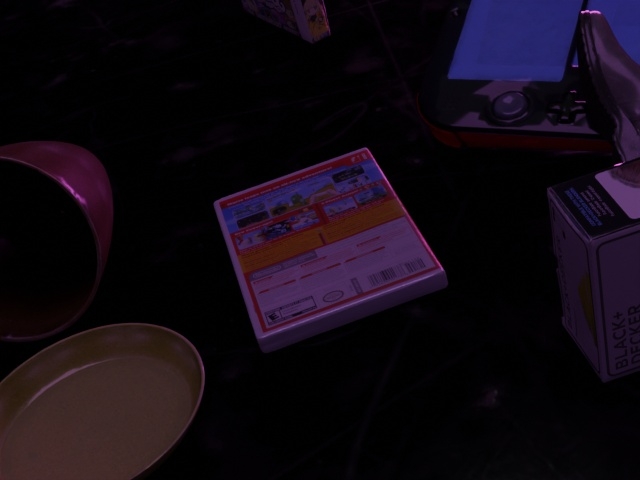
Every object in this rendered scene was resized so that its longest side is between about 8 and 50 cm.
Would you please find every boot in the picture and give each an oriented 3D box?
[{"bbox_3d":[0.375,-0.153,1.112,0.161,0.083,0.247,-16,66,6],"label":"boot"}]

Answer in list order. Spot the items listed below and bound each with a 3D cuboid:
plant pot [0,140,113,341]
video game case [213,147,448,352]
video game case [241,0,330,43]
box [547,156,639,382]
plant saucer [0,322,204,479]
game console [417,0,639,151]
[{"bbox_3d":[-0.331,-0.029,1.217,0.215,0.215,0.230,-11,20,9],"label":"plant pot"},{"bbox_3d":[0.000,0.000,1.166,0.204,0.025,0.285,-20,35,-4],"label":"video game case"},{"bbox_3d":[-0.082,-0.437,1.645,0.041,0.210,0.232,-30,37,-18],"label":"video game case"},{"bbox_3d":[0.353,-0.004,0.899,0.289,0.169,0.087,-17,37,-3],"label":"box"},{"bbox_3d":[-0.223,0.174,1.008,0.240,0.037,0.241,-11,35,8],"label":"plant saucer"},{"bbox_3d":[0.319,-0.269,1.287,0.341,0.060,0.387,3,57,28],"label":"game console"}]
